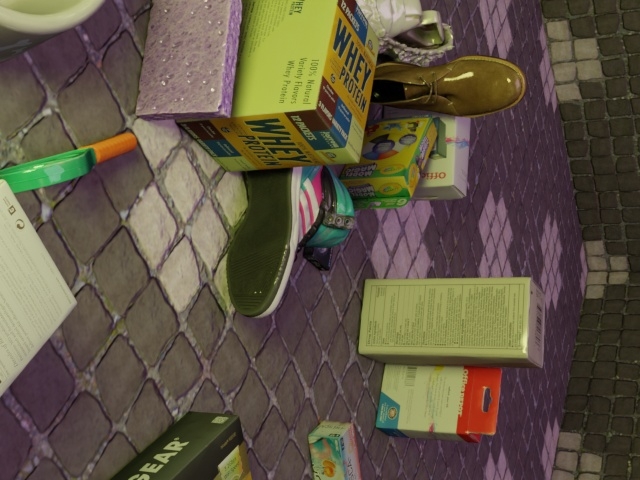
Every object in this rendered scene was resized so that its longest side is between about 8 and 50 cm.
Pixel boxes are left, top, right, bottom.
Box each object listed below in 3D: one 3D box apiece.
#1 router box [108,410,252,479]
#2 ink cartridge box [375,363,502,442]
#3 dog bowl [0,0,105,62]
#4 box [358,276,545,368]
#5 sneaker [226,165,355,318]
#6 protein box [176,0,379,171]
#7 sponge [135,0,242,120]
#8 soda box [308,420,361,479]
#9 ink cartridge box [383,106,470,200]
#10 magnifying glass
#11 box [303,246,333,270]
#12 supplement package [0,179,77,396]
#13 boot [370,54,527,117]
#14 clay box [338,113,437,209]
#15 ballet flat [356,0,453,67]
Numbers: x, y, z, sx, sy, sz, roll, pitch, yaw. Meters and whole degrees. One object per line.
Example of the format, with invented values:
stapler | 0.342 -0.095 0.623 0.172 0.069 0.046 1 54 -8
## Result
router box | -0.178 0.376 1.014 0.309 0.081 0.242 -37 121 -58
ink cartridge box | 0.232 0.305 1.666 0.078 0.231 0.134 46 49 -53
dog bowl | -0.302 -0.331 0.777 0.349 0.102 0.348 3 86 -64
box | 0.235 0.148 1.592 0.121 0.311 0.147 33 60 -58
sneaker | -0.037 -0.008 1.280 0.178 0.124 0.295 35 57 -47
protein box | -0.050 -0.211 1.161 0.136 0.201 0.199 45 50 -54
sponge | -0.152 -0.244 1.053 0.031 0.117 0.210 29 63 -62
soda box | 0.029 0.392 1.452 0.063 0.058 0.183 -31 115 -60
ink cartridge box | 0.204 -0.190 1.719 0.093 0.154 0.212 25 67 -61
magnifying glass | -0.252 -0.082 0.901 0.231 0.092 0.026 -42 123 -69
box | 0.000 0.000 1.455 0.067 0.018 0.083 43 51 -55
supplement package | -0.327 0.078 0.667 0.244 0.139 0.133 -59 138 -45
boot | 0.208 -0.265 1.567 0.115 0.305 0.112 -33 123 -55
clay box | 0.118 -0.140 1.576 0.222 0.128 0.053 -63 142 -44
ballet flat | 0.143 -0.413 1.633 0.409 0.147 0.146 1 88 -63
